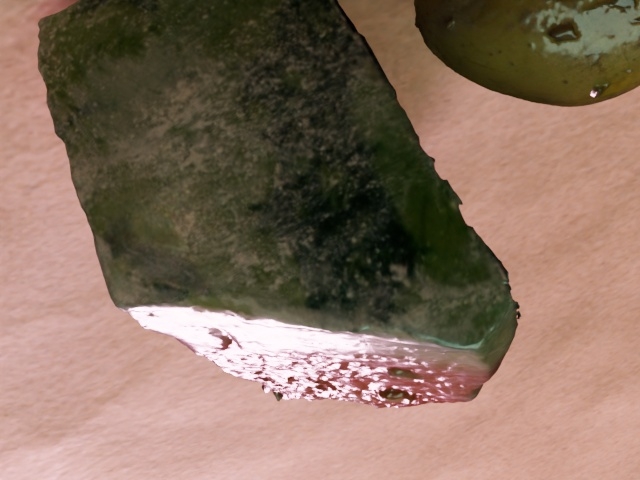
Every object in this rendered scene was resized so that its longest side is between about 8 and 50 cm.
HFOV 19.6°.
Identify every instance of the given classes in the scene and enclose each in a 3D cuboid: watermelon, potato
[{"bbox_3d":[0.000,0.000,0.807,0.139,0.193,0.257,-25,163,6],"label":"watermelon"},{"bbox_3d":[0.130,-0.124,0.767,0.188,0.085,0.105,-35,125,13],"label":"potato"}]
